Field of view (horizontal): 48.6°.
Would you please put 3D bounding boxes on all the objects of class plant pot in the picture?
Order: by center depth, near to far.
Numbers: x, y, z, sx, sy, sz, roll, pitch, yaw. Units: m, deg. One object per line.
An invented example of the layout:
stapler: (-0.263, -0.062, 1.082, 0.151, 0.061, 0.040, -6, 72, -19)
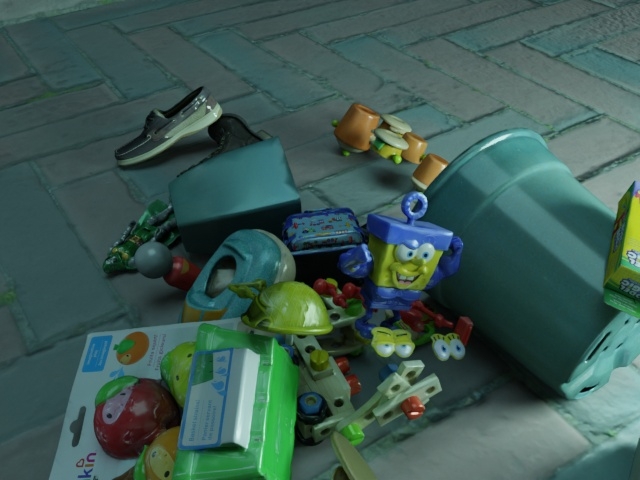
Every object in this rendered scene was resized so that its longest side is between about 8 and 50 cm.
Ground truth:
plant pot: (0.359, 0.049, 1.133, 0.341, 0.341, 0.334, -24, 50, -26)
plant pot: (-0.170, -0.069, 1.401, 0.234, 0.165, 0.165, -15, 60, -8)

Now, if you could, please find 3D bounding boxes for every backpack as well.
backpack: (0.000, 0.000, 1.274, 0.158, 0.116, 0.173, -5, 30, -4)

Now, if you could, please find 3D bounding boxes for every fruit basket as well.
fruit basket: (-0.214, 0.249, 0.973, 0.353, 0.165, 0.327, -4, 55, 13)

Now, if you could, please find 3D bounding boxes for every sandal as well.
sandal: (0.056, 0.365, 0.915, 0.079, 0.088, 0.240, -44, 59, 5)

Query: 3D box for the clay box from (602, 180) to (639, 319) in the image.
clay box: (0.456, 0.023, 0.944, 0.128, 0.053, 0.222, 25, 46, 7)

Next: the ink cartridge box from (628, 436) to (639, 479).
ink cartridge box: (0.569, 0.358, 0.822, 0.395, 0.166, 0.285, 18, 42, 23)

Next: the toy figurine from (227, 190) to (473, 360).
toy figurine: (0.071, 0.022, 1.000, 0.363, 0.217, 0.191, 9, 20, -25)

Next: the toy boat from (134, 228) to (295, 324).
toy boat: (-0.197, 0.083, 1.196, 0.318, 0.148, 0.267, 20, 80, 50)

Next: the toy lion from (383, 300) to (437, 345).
toy lion: (0.166, 0.142, 1.242, 0.096, 0.034, 0.100, -12, 38, -25)

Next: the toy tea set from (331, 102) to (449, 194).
toy tea set: (0.158, -0.200, 1.654, 0.200, 0.124, 0.336, 14, 25, -29)

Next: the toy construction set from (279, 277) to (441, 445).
toy construction set: (0.037, 0.195, 1.094, 0.215, 0.151, 0.328, -16, 29, -18)

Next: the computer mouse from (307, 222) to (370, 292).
computer mouse: (0.036, 0.035, 1.372, 0.184, 0.060, 0.262, 19, 45, 37)

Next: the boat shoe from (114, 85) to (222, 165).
boat shoe: (-0.380, -0.280, 1.717, 0.285, 0.092, 0.103, -29, 30, -3)

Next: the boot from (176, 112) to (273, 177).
boot: (-0.243, -0.196, 1.660, 0.263, 0.091, 0.229, 26, 50, 37)

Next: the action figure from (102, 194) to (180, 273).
action figure: (-0.356, -0.006, 1.440, 0.137, 0.063, 0.232, 21, 46, 23)
